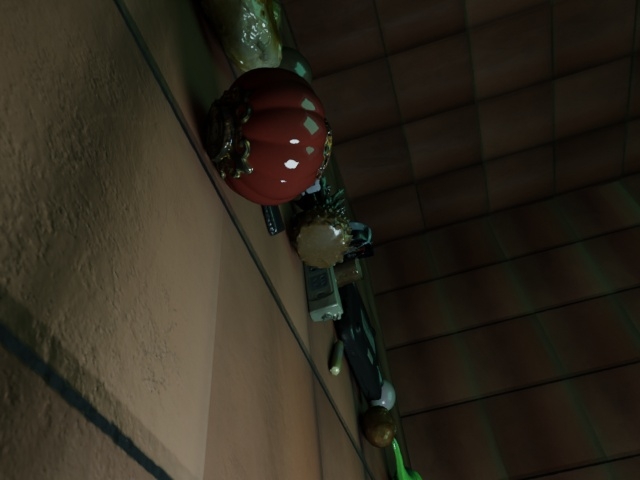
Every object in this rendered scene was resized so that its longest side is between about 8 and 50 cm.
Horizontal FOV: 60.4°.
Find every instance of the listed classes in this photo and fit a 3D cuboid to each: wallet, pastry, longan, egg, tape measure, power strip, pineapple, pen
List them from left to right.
[{"bbox_3d":[-0.177,-0.511,1.197,0.329,0.137,0.329,-15,90,-84],"label":"pastry"},{"bbox_3d":[-0.125,-0.134,1.224,0.124,0.025,0.244,-49,122,-82],"label":"wallet"},{"bbox_3d":[-0.106,-0.485,1.628,0.187,0.168,0.167,179,-106,-76],"label":"longan"},{"bbox_3d":[0.000,0.096,1.460,0.285,0.080,0.048,-99,168,-47],"label":"power strip"},{"bbox_3d":[0.000,-0.055,1.487,0.364,0.166,0.165,-94,167,-66],"label":"pineapple"},{"bbox_3d":[0.047,0.323,1.518,0.233,0.032,0.040,-50,147,-82],"label":"pen"},{"bbox_3d":[0.104,0.007,2.024,0.181,0.182,0.107,83,-7,-59],"label":"tape measure"},{"bbox_3d":[0.224,0.570,2.021,0.135,0.103,0.103,-87,160,-61],"label":"egg"}]

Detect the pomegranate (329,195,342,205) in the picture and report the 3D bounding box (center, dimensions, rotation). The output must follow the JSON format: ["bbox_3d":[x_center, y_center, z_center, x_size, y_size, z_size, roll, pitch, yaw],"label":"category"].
[{"bbox_3d":[0.009,-0.110,1.884,0.161,0.122,0.122,48,1,13],"label":"pomegranate"}]

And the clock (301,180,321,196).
[{"bbox_3d":[-0.042,-0.221,1.810,0.117,0.080,0.176,-97,167,-53],"label":"clock"}]

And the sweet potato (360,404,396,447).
[{"bbox_3d":[0.180,0.573,1.738,0.385,0.109,0.109,66,9,-82],"label":"sweet potato"}]

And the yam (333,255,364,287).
[{"bbox_3d":[0.072,0.109,1.790,0.084,0.127,0.084,-20,90,-79],"label":"yam"}]

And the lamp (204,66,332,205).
[{"bbox_3d":[-0.079,-0.170,0.911,0.227,0.227,0.226,-16,90,-83],"label":"lamp"}]

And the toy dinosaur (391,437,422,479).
[{"bbox_3d":[0.308,0.826,2.000,0.374,0.144,0.499,-96,174,-76],"label":"toy dinosaur"}]

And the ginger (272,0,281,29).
[{"bbox_3d":[-0.193,-0.747,1.813,0.122,0.115,0.193,98,-22,-49],"label":"ginger"}]

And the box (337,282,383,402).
[{"bbox_3d":[0.126,0.323,1.870,0.350,0.091,0.359,-95,165,-56],"label":"box"}]
